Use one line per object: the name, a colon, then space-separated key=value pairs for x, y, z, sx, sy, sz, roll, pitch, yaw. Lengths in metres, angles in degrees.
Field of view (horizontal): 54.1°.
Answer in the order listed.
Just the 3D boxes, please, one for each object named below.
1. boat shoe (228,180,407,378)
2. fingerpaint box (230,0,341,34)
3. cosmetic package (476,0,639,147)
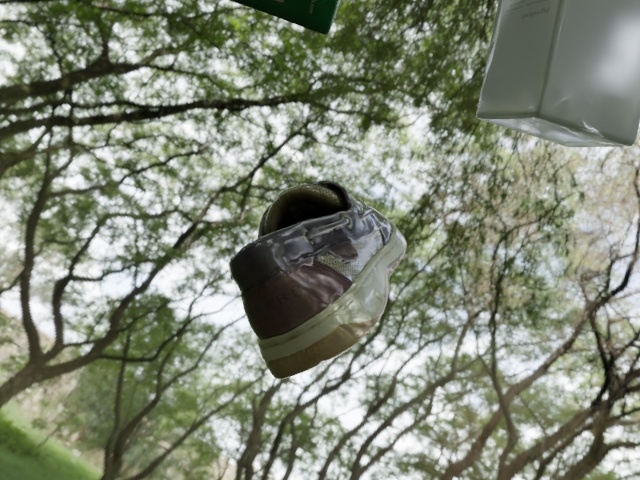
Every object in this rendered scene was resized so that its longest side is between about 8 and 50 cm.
boat shoe: x=0.000 y=0.000 z=0.474 sx=0.102 sy=0.285 sz=0.092 roll=-24 pitch=-79 yaw=16
fingerpaint box: x=0.037 y=-0.567 z=0.804 sx=0.163 sy=0.371 sz=0.445 roll=19 pitch=-36 yaw=-2
cosmetic package: x=0.219 y=-0.203 z=0.530 sx=0.117 sy=0.231 sz=0.085 roll=11 pitch=4 yaw=-25
